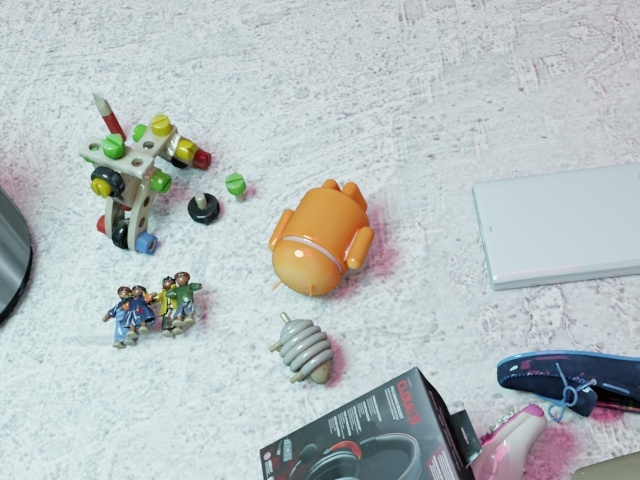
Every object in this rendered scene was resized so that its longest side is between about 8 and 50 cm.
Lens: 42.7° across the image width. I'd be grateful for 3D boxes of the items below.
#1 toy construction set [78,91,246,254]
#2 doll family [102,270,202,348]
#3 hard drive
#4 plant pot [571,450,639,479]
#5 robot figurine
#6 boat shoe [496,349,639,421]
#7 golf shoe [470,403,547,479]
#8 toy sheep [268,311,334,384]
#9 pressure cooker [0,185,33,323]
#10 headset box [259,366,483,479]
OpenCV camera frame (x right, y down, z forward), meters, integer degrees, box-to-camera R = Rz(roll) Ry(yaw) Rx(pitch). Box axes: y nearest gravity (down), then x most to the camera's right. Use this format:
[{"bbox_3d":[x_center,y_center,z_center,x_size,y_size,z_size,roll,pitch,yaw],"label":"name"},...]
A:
[{"bbox_3d":[-0.332,-0.159,1.445,0.257,0.237,0.309,-37,61,-14],"label":"toy construction set"},{"bbox_3d":[-0.284,0.109,1.374,0.193,0.076,0.111,-12,63,4],"label":"doll family"},{"bbox_3d":[0.427,-0.027,1.381,0.308,0.040,0.203,-7,58,4],"label":"hard drive"},{"bbox_3d":[0.448,0.368,1.042,0.229,0.263,0.263,-10,56,23],"label":"plant pot"},{"bbox_3d":[-0.001,0.000,1.372,0.158,0.128,0.219,29,64,0],"label":"robot figurine"},{"bbox_3d":[0.391,0.215,1.202,0.258,0.109,0.089,0,62,10],"label":"boat shoe"},{"bbox_3d":[0.229,0.366,1.139,0.140,0.115,0.306,41,80,18],"label":"golf shoe"},{"bbox_3d":[-0.028,0.170,1.296,0.091,0.091,0.132,-34,79,-13],"label":"toy sheep"},{"bbox_3d":[-0.702,-0.039,1.316,0.376,0.420,0.369,1,60,9],"label":"pressure cooker"},{"bbox_3d":[0.078,0.321,1.089,0.293,0.110,0.218,-29,35,10],"label":"headset box"}]
